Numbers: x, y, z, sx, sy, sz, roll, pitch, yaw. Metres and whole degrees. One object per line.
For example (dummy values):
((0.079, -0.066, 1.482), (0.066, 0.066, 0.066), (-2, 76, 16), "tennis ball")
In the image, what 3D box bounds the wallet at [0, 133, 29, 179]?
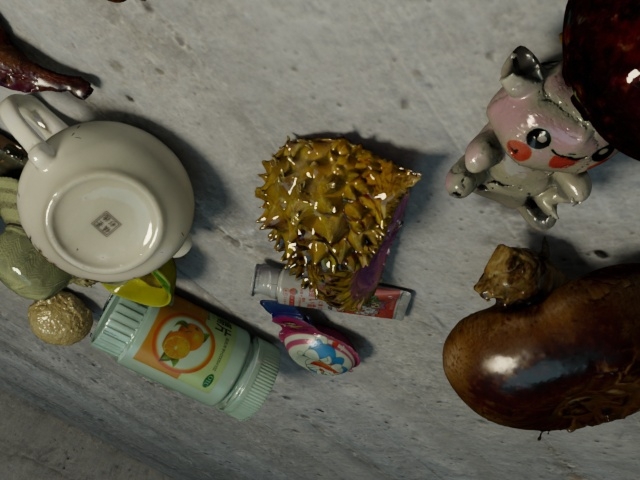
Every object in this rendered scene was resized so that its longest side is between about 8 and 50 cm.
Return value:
((-0.547, -0.149, 0.992), (0.317, 0.044, 0.169), (29, 145, -19), "wallet")

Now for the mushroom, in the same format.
((0.288, 0.126, 0.814), (0.297, 0.163, 0.278), (-30, 125, 28), "mushroom")

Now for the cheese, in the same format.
((-0.018, 0.171, 1.198), (0.155, 0.062, 0.244), (0, 145, 33), "cheese")

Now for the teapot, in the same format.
((-0.277, -0.065, 0.873), (0.208, 0.166, 0.299), (-32, 110, 18), "teapot")

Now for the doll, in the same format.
((0.197, -0.088, 0.611), (0.149, 0.095, 0.192), (18, 149, -10), "doll")

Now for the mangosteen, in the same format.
((0.251, -0.132, 0.447), (0.184, 0.172, 0.172), (-17, 138, 18), "mangosteen")

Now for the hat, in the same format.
((-0.410, 0.028, 1.006), (0.252, 0.110, 0.252), (22, 151, 13), "hat")

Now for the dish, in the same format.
((-0.287, 0.033, 1.107), (0.149, 0.080, 0.208), (37, 148, -21), "dish")

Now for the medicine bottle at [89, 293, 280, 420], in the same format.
((-0.246, 0.196, 1.274), (0.318, 0.158, 0.158), (29, 149, -18), "medicine bottle")

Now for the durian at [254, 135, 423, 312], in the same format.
((0.000, 0.000, 0.852), (0.191, 0.112, 0.341), (16, 152, 2), "durian")

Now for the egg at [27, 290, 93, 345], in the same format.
((-0.537, 0.158, 1.433), (0.140, 0.118, 0.116), (42, -173, -49), "egg")

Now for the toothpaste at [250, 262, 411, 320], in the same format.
((0.015, 0.078, 1.043), (0.234, 0.057, 0.089), (9, 147, 2), "toothpaste")

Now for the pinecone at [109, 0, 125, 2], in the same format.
((-0.147, -0.265, 0.418), (0.222, 0.221, 0.221), (14, 150, 9), "pinecone")

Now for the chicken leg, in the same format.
((-0.359, -0.214, 0.775), (0.093, 0.053, 0.205), (-28, 131, 35), "chicken leg")
